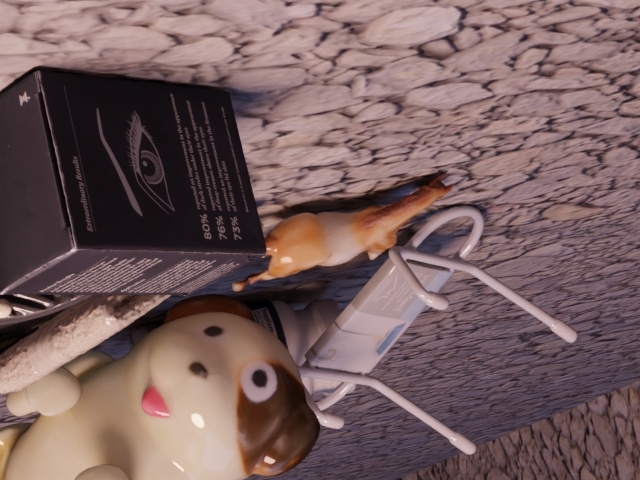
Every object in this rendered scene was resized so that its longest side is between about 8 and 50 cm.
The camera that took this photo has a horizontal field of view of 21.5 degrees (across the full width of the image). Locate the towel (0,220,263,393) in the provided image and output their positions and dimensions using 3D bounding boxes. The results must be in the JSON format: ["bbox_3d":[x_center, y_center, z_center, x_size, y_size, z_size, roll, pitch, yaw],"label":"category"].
[{"bbox_3d":[-0.190,0.052,1.680,0.187,0.049,0.282,-32,-177,36],"label":"towel"}]

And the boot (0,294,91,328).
[{"bbox_3d":[-0.366,0.075,1.606,0.367,0.146,0.445,-14,166,-14],"label":"boot"}]

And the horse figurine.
[{"bbox_3d":[0.000,0.000,1.828,0.263,0.066,0.174,-10,170,-23],"label":"horse figurine"}]

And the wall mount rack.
[{"bbox_3d":[0.130,0.131,2.027,0.304,0.130,0.350,13,123,-49],"label":"wall mount rack"}]

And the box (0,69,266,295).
[{"bbox_3d":[-0.164,-0.042,1.370,0.207,0.153,0.108,3,157,-45],"label":"box"}]

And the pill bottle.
[{"bbox_3d":[-0.097,0.159,2.126,0.265,0.153,0.153,-11,164,-12],"label":"pill bottle"}]

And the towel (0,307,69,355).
[{"bbox_3d":[-0.385,0.170,1.780,0.271,0.040,0.370,-32,-177,25],"label":"towel"}]

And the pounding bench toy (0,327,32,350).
[{"bbox_3d":[-0.365,0.146,2.026,0.065,0.052,0.083,-15,165,1],"label":"pounding bench toy"}]

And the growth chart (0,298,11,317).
[{"bbox_3d":[-0.353,0.022,1.325,0.172,0.021,0.237,-37,122,-1],"label":"growth chart"}]

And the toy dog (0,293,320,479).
[{"bbox_3d":[-0.192,0.251,1.886,0.408,0.284,0.395,-42,147,20],"label":"toy dog"}]
